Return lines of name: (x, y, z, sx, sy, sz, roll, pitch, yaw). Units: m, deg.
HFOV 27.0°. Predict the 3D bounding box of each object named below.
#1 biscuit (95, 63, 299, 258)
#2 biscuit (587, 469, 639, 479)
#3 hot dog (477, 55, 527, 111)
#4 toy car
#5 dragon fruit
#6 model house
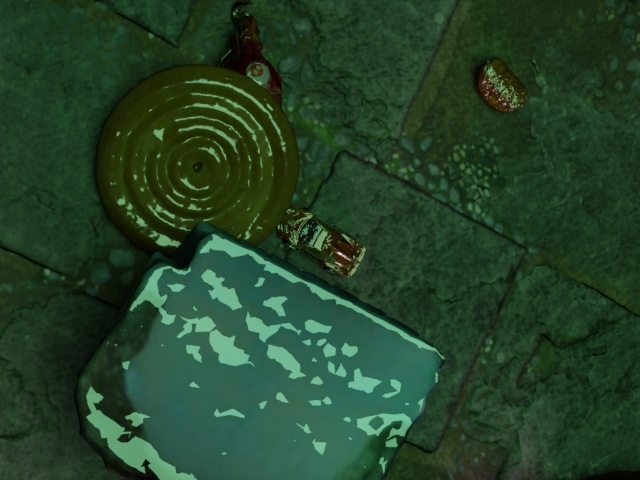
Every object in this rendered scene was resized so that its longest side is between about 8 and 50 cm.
biscuit: (-0.154, -0.090, 1.666, 0.261, 0.037, 0.262, -2, 106, -6)
biscuit: (0.491, 0.525, 1.901, 0.342, 0.166, 0.395, -3, 91, -17)
hot dog: (0.255, -0.219, 1.877, 0.083, 0.035, 0.058, 47, 75, -16)
toy car: (0.000, 0.000, 1.776, 0.122, 0.035, 0.059, 33, 82, -20)
dragon fruit: (-0.096, -0.220, 1.712, 0.094, 0.094, 0.191, -3, 86, -22)
model house: (-0.093, 0.152, 1.600, 0.360, 0.339, 0.297, 26, 94, -10)
